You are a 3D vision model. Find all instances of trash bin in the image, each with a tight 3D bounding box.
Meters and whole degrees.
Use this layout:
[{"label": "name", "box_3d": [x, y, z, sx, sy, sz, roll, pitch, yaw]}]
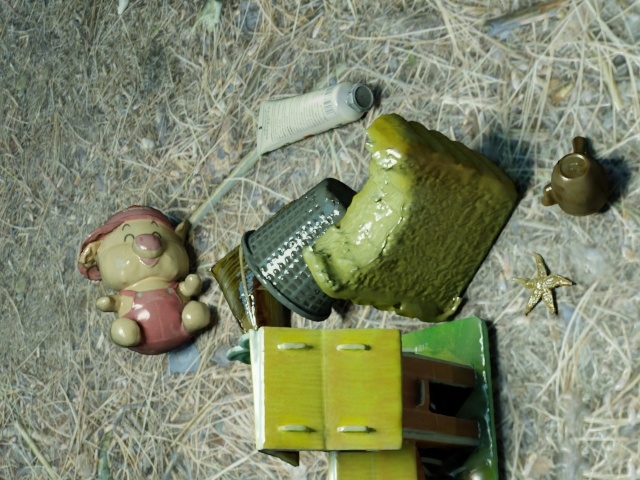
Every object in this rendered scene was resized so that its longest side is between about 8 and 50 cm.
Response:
[{"label": "trash bin", "box_3d": [0.000, 0.000, 1.910, 0.161, 0.175, 0.175, -46, 48, 16]}]

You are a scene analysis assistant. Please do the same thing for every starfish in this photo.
[{"label": "starfish", "box_3d": [0.280, 0.053, 1.675, 0.086, 0.016, 0.092, -29, 56, 38]}]

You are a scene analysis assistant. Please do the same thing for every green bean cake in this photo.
[{"label": "green bean cake", "box_3d": [0.108, -0.030, 1.732, 0.236, 0.233, 0.124, -60, 37, 17]}]

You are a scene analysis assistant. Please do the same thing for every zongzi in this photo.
[{"label": "zongzi", "box_3d": [-0.067, 0.061, 2.029, 0.184, 0.084, 0.187, -41, 58, 21]}]

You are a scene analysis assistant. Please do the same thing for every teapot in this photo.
[{"label": "teapot", "box_3d": [0.308, -0.086, 1.635, 0.085, 0.080, 0.110, -8, 57, 18]}]

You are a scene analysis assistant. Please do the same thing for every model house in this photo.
[{"label": "model house", "box_3d": [0.003, 0.248, 1.698, 0.340, 0.323, 0.300, -19, 65, 45]}]

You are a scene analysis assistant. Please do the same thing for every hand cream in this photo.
[{"label": "hand cream", "box_3d": [-0.019, -0.195, 2.060, 0.276, 0.059, 0.095, -9, 74, 53]}]

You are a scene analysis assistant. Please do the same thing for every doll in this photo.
[{"label": "doll", "box_3d": [-0.291, 0.058, 2.198, 0.152, 0.196, 0.256, -37, 60, 38]}]
